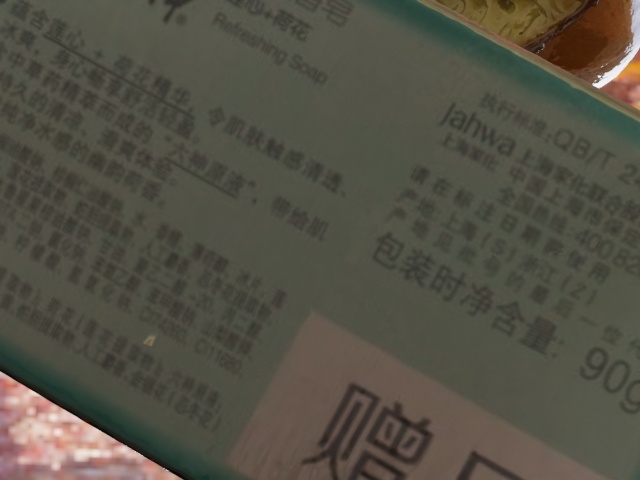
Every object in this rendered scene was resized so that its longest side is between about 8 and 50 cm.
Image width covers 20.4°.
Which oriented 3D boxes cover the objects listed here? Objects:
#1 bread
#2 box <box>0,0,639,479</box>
[{"bbox_3d":[0.194,-0.211,1.512,0.262,0.162,0.204,-22,-133,48],"label":"bread"},{"bbox_3d":[0.000,0.000,0.526,0.245,0.092,0.153,30,-87,10],"label":"box"}]
